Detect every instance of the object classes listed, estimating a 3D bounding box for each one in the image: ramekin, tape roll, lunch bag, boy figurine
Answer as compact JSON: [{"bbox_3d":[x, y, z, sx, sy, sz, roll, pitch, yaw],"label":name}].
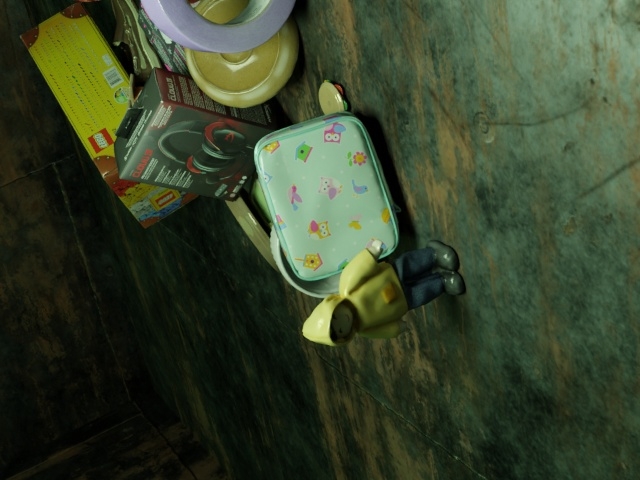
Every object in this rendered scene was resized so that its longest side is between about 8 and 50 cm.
[{"bbox_3d":[0.000,0.000,1.784,0.109,0.207,0.207,24,135,69],"label":"ramekin"},{"bbox_3d":[-0.176,-0.463,1.596,0.090,0.274,0.275,19,130,58],"label":"tape roll"},{"bbox_3d":[0.017,-0.078,1.647,0.108,0.224,0.279,-123,14,-74],"label":"lunch bag"},{"bbox_3d":[0.098,0.088,1.553,0.092,0.285,0.177,20,127,59],"label":"boy figurine"}]

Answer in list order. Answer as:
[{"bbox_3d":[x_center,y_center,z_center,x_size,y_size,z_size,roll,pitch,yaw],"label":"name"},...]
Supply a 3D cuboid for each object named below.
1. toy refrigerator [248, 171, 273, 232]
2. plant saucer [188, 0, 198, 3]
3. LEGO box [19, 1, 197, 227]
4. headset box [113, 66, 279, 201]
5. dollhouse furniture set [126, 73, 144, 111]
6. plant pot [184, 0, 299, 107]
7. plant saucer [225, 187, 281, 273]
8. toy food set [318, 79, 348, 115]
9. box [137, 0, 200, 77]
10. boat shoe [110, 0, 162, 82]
[{"bbox_3d":[-0.053,-0.030,1.994,0.270,0.094,0.102,55,155,21],"label":"toy refrigerator"},{"bbox_3d":[-0.260,-0.521,1.739,0.258,0.259,0.048,48,153,34],"label":"plant saucer"},{"bbox_3d":[-0.565,-0.335,2.528,0.500,0.193,0.372,56,174,20],"label":"LEGO box"},{"bbox_3d":[-0.266,-0.210,1.870,0.218,0.293,0.110,-51,41,35],"label":"headset box"},{"bbox_3d":[-0.285,-0.332,2.021,0.135,0.261,0.259,107,164,-55],"label":"dollhouse furniture set"},{"bbox_3d":[-0.157,-0.370,1.750,0.236,0.236,0.032,64,-160,1],"label":"plant pot"},{"bbox_3d":[-0.141,-0.030,2.098,0.278,0.041,0.278,55,-177,-4],"label":"plant saucer"},{"bbox_3d":[0.025,-0.254,1.701,0.083,0.020,0.083,44,149,41],"label":"toy food set"},{"bbox_3d":[-0.248,-0.434,1.921,0.247,0.163,0.142,57,152,17],"label":"box"},{"bbox_3d":[-0.511,-0.539,2.459,0.258,0.095,0.095,65,157,1],"label":"boat shoe"}]
